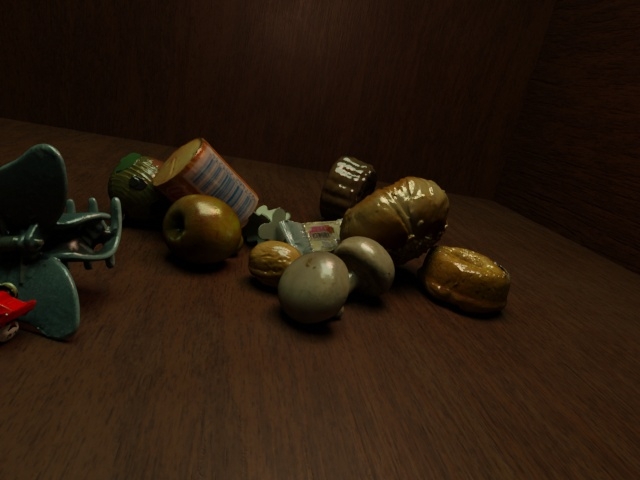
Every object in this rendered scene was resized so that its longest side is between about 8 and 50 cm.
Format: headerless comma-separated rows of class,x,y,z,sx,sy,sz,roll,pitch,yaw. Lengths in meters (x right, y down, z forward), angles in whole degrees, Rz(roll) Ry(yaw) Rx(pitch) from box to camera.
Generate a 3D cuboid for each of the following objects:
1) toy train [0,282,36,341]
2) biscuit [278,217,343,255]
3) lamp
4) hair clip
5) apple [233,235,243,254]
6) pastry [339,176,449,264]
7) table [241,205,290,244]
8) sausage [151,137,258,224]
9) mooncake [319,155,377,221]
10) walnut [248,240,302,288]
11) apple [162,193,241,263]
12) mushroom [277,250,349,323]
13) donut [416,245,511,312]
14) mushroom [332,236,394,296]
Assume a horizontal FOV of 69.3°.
toy train,-0.681,0.127,0.901,0.203,0.131,0.083,24,13,1
biscuit,0.002,0.004,1.692,0.309,0.079,0.186,-4,64,-45
lamp,-0.650,-0.168,1.656,0.250,0.250,0.284,19,53,22
hair clip,-0.639,0.000,1.047,0.317,0.393,0.238,-3,6,7
apple,-0.304,0.004,1.555,0.089,0.090,0.074,8,31,-11
pastry,0.259,-0.042,1.606,0.409,0.409,0.245,-10,69,-49
table,-0.214,-0.056,1.710,0.166,0.167,0.198,-4,16,-41
sausage,-0.389,-0.175,1.598,0.287,0.233,0.233,47,-3,-33
mooncake,0.136,-0.227,2.177,0.187,0.324,0.324,22,20,16
walnut,-0.132,0.071,1.376,0.180,0.144,0.144,9,15,24
apple,-0.361,-0.029,1.435,0.236,0.237,0.207,24,9,33
mushroom,-0.005,0.138,1.235,0.204,0.205,0.204,11,18,-3
donut,0.492,0.128,1.590,0.317,0.150,0.299,24,19,35
mushroom,0.109,0.101,1.404,0.207,0.208,0.215,25,53,36
